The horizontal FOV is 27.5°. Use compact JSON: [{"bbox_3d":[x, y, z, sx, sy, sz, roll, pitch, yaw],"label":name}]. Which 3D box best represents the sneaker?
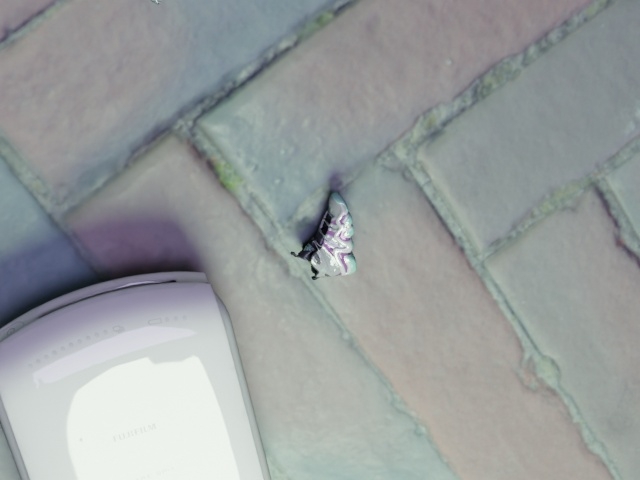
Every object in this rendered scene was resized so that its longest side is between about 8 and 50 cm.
[{"bbox_3d":[0.000,0.000,1.388,0.069,0.038,0.098,-14,116,-12],"label":"sneaker"}]

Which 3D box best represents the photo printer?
[{"bbox_3d":[-0.198,0.185,1.368,0.256,0.107,0.307,-16,117,-10],"label":"photo printer"}]

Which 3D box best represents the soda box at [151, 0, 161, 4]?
[{"bbox_3d":[-0.123,-0.310,1.195,0.058,0.063,0.183,32,100,-27],"label":"soda box"}]
